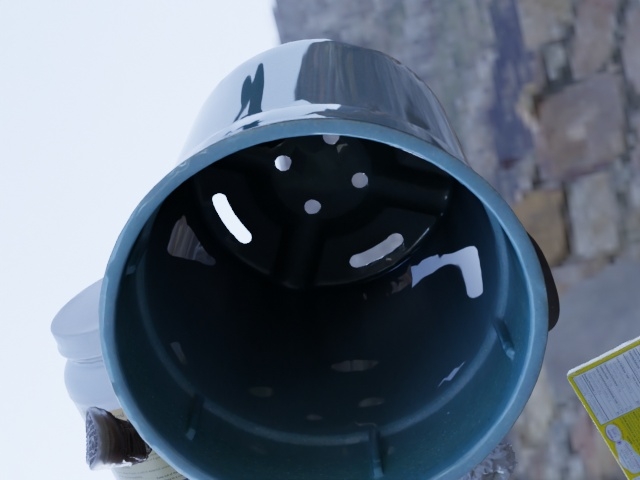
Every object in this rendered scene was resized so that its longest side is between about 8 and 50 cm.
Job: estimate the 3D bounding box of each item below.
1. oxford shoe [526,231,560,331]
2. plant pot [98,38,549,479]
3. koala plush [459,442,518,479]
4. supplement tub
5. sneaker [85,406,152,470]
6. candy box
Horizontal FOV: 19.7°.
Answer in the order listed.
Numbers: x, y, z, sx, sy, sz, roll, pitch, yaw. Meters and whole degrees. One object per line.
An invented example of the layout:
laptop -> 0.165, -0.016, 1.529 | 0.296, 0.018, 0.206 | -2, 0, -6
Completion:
oxford shoe -> 0.180, 0.014, 1.946 | 0.212, 0.076, 0.076 | 56, 166, 16
plant pot -> 0.000, 0.000, 1.546 | 0.334, 0.341, 0.341 | -92, -20, -66
koala plush -> 0.105, 0.277, 1.860 | 0.203, 0.221, 0.196 | 38, 179, -12
supplement tub -> -0.174, 0.196, 2.250 | 0.316, 0.228, 0.228 | 65, -148, -19
sneaker -> -0.210, 0.206, 1.933 | 0.188, 0.071, 0.066 | 150, 118, -79
candy box -> 0.356, 0.203, 1.946 | 0.206, 0.105, 0.027 | 59, -162, -7
